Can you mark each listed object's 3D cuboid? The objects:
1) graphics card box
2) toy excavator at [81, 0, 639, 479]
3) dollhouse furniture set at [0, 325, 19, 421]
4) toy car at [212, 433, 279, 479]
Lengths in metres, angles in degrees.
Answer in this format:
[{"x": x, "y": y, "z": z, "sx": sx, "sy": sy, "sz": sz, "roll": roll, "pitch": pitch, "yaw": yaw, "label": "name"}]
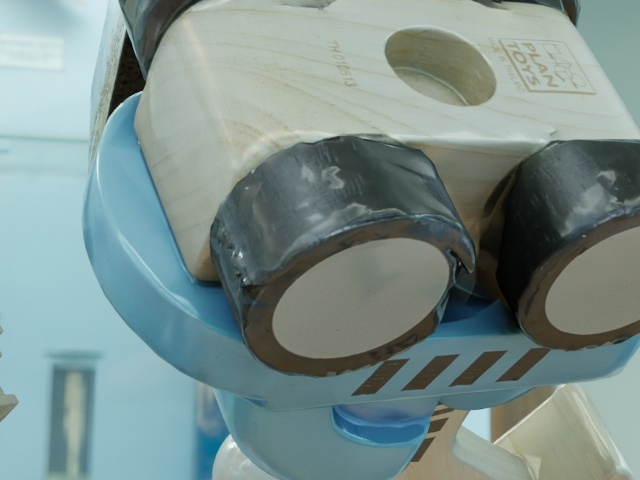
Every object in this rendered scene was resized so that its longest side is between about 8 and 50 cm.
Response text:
[{"x": -0.203, "y": -0.194, "z": 1.800, "sx": 0.094, "sy": 0.233, "sz": 0.371, "roll": 12, "pitch": 21, "yaw": -12, "label": "graphics card box"}, {"x": 0.054, "y": 0.052, "z": 0.902, "sx": 0.433, "sy": 0.222, "sz": 0.445, "roll": -2, "pitch": -41, "yaw": -28, "label": "toy excavator"}, {"x": -0.293, "y": 0.089, "z": 1.031, "sx": 0.123, "sy": 0.151, "sz": 0.144, "roll": -45, "pitch": -21, "yaw": 21, "label": "dollhouse furniture set"}, {"x": -0.039, "y": 0.184, "z": 1.446, "sx": 0.219, "sy": 0.238, "sz": 0.210, "roll": 39, "pitch": -9, "yaw": -39, "label": "toy car"}]
